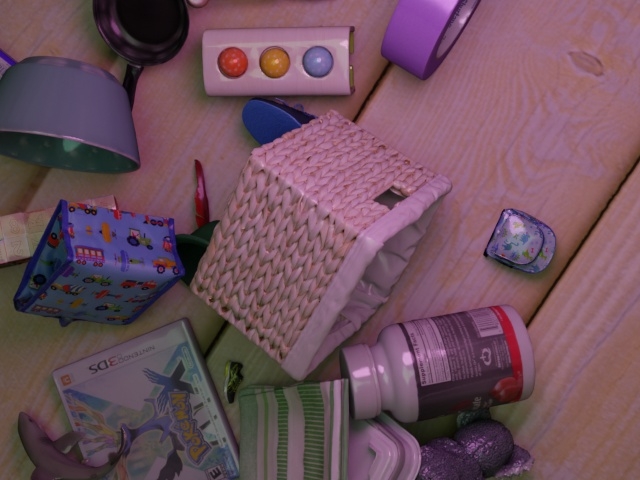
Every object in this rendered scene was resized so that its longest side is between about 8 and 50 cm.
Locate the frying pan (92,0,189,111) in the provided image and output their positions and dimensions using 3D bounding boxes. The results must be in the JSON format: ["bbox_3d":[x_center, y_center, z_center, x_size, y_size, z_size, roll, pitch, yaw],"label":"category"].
[{"bbox_3d":[-0.324,-0.369,1.883,0.197,0.053,0.326,0,117,18],"label":"frying pan"}]

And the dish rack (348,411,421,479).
[{"bbox_3d":[0.019,0.448,1.781,0.072,0.285,0.332,24,95,-36],"label":"dish rack"}]

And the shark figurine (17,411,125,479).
[{"bbox_3d":[-0.492,0.437,1.902,0.278,0.116,0.166,5,101,28],"label":"shark figurine"}]

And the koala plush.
[{"bbox_3d":[0.261,0.400,1.781,0.221,0.203,0.196,-32,69,-14],"label":"koala plush"}]

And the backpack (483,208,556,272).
[{"bbox_3d":[0.369,0.005,1.802,0.114,0.084,0.105,25,97,5],"label":"backpack"}]

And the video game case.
[{"bbox_3d":[-0.338,0.356,1.943,0.300,0.036,0.328,-22,87,9],"label":"video game case"}]

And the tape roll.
[{"bbox_3d":[0.214,-0.420,1.726,0.090,0.275,0.274,33,95,8],"label":"tape roll"}]

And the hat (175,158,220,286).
[{"bbox_3d":[-0.184,-0.013,1.911,0.173,0.208,0.183,8,47,29],"label":"hat"}]

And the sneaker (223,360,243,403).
[{"bbox_3d":[-0.168,0.275,1.917,0.035,0.031,0.083,1,91,9],"label":"sneaker"}]

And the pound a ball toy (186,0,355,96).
[{"bbox_3d":[-0.100,-0.371,1.827,0.319,0.136,0.208,1,104,8],"label":"pound a ball toy"}]

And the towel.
[{"bbox_3d":[-0.056,0.375,1.772,0.325,0.038,0.247,-18,69,52],"label":"towel"}]

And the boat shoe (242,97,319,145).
[{"bbox_3d":[-0.028,-0.188,1.865,0.258,0.089,0.109,34,122,-2],"label":"boat shoe"}]

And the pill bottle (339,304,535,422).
[{"bbox_3d":[0.201,0.224,1.746,0.319,0.176,0.176,-10,89,-7],"label":"pill bottle"}]

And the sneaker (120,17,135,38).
[{"bbox_3d":[-0.367,-0.475,1.935,0.073,0.063,0.162,-20,96,-1],"label":"sneaker"}]

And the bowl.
[{"bbox_3d":[-0.479,-0.238,1.835,0.312,0.311,0.163,6,83,9],"label":"bowl"}]

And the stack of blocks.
[{"bbox_3d":[-0.532,-0.010,1.901,0.297,0.171,0.087,-12,89,-9],"label":"stack of blocks"}]

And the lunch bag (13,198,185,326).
[{"bbox_3d":[-0.419,0.079,1.826,0.293,0.221,0.138,-48,45,38],"label":"lunch bag"}]

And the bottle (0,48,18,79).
[{"bbox_3d":[-0.686,-0.347,1.964,0.283,0.092,0.118,38,93,7],"label":"bottle"}]

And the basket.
[{"bbox_3d":[0.000,0.000,1.702,0.266,0.328,0.331,35,124,13],"label":"basket"}]
